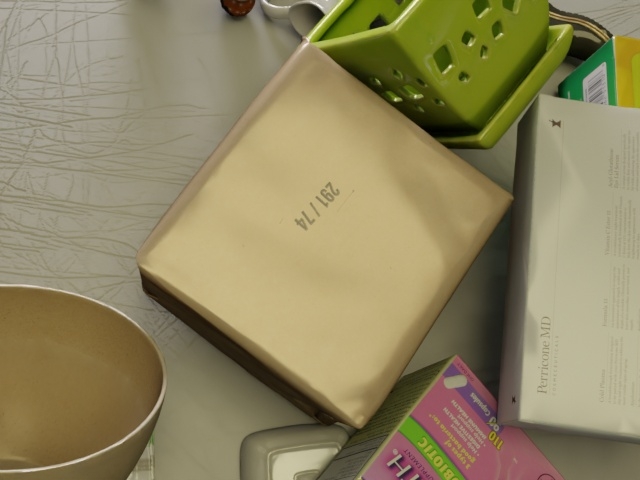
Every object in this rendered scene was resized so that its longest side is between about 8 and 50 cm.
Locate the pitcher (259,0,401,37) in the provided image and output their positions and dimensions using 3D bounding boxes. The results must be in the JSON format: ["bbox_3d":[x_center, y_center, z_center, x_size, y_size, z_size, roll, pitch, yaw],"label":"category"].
[{"bbox_3d":[0.031,-0.363,1.111,0.177,0.125,0.207,30,70,21],"label":"pitcher"}]

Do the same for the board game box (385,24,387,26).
[{"bbox_3d":[0.144,-0.248,1.114,0.146,0.045,0.193,41,78,5],"label":"board game box"}]

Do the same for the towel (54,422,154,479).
[{"bbox_3d":[-0.240,0.278,0.894,0.113,0.023,0.152,0,74,-15],"label":"towel"}]

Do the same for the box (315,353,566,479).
[{"bbox_3d":[0.128,0.292,0.892,0.213,0.117,0.243,50,54,-2],"label":"box"}]

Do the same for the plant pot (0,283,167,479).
[{"bbox_3d":[-0.306,0.198,0.789,0.284,0.284,0.191,8,116,-12],"label":"plant pot"}]

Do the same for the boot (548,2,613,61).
[{"bbox_3d":[0.330,-0.272,1.182,0.197,0.077,0.137,27,73,9],"label":"boot"}]

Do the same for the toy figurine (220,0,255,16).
[{"bbox_3d":[-0.146,-0.418,1.068,0.209,0.148,0.213,18,68,-15],"label":"toy figurine"}]

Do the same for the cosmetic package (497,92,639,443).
[{"bbox_3d":[0.362,0.038,0.913,0.284,0.097,0.377,9,74,-3],"label":"cosmetic package"}]

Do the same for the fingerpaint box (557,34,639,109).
[{"bbox_3d":[0.537,-0.023,1.104,0.371,0.163,0.445,5,74,-12],"label":"fingerpaint box"}]

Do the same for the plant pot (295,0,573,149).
[{"bbox_3d":[0.146,-0.235,0.961,0.207,0.228,0.227,47,74,-26],"label":"plant pot"}]

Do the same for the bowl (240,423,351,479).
[{"bbox_3d":[-0.018,0.286,0.932,0.142,0.053,0.142,-2,75,-16],"label":"bowl"}]

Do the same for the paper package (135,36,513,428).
[{"bbox_3d":[0.000,0.000,0.915,0.309,0.168,0.325,36,73,-1],"label":"paper package"}]
